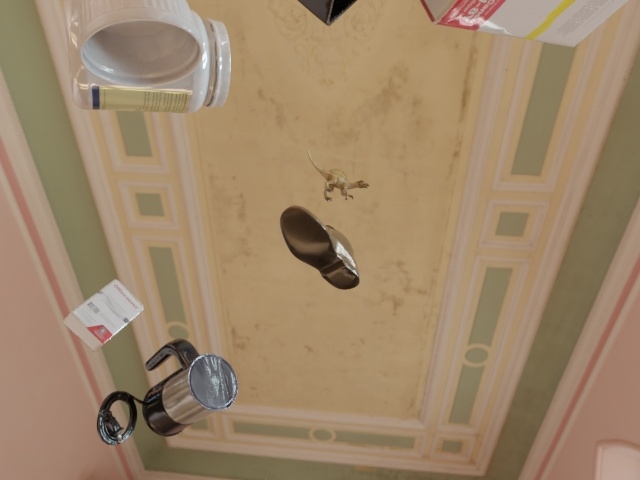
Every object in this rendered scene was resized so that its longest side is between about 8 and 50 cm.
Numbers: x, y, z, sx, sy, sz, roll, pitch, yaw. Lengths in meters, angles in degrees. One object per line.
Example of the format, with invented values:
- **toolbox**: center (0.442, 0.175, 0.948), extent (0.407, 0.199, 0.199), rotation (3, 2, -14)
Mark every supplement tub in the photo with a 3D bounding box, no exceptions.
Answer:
- **supplement tub**: center (-0.389, -0.411, 1.042), extent (0.324, 0.235, 0.235), rotation (-5, -52, -27)

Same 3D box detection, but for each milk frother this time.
- **milk frother**: center (-0.220, 0.231, 0.659), extent (0.134, 0.143, 0.129), rotation (-37, -79, 32)

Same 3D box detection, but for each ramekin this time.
- **ramekin**: center (-0.319, -0.372, 0.811), extent (0.207, 0.207, 0.109), rotation (-15, -98, 15)

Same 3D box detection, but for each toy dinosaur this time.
- **toy dinosaur**: center (0.031, -0.150, 1.158), extent (0.183, 0.093, 0.053), rotation (24, -33, -15)

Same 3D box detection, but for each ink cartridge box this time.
- **ink cartridge box**: center (-0.489, 0.168, 1.044), extent (0.056, 0.135, 0.099), rotation (-37, -81, 33)
- **ink cartridge box**: center (0.302, -0.479, 0.728), extent (0.384, 0.279, 0.160), rotation (-10, -21, -33)

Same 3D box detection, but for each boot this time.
- **boot**: center (0.000, 0.000, 1.181), extent (0.112, 0.115, 0.305), rotation (-21, -48, 25)

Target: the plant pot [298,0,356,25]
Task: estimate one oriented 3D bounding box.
- **plant pot**: center (0.004, -0.427, 0.574), extent (0.167, 0.188, 0.187), rotation (31, -30, 7)
